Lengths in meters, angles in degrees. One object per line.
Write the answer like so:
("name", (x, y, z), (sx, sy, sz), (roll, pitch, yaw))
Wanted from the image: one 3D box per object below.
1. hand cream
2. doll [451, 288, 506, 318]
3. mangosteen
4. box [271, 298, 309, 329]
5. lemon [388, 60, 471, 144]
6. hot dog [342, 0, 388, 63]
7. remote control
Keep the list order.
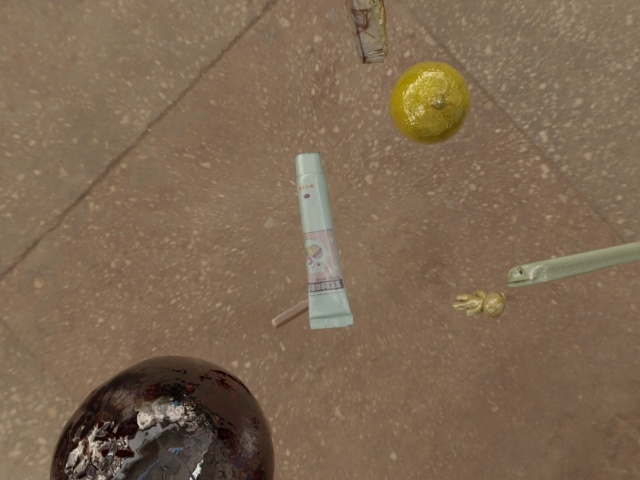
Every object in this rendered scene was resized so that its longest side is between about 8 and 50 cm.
("hand cream", (0.000, 0.000, 1.067), (0.085, 0.058, 0.331), (-9, 90, 15))
("doll", (0.283, 0.109, 1.003), (0.093, 0.051, 0.061), (17, 53, 29))
("mangosteen", (-0.140, 0.241, 0.586), (0.228, 0.228, 0.265), (-44, 135, 3))
("box", (-0.078, 0.194, 1.496), (0.115, 0.048, 0.025), (-30, 69, -15))
("lemon", (0.236, -0.296, 1.217), (0.179, 0.203, 0.178), (0, 104, 0))
("hot dog", (0.083, -0.491, 1.149), (0.075, 0.144, 0.268), (-19, 134, 4))
("remote control", (0.460, 0.040, 0.996), (0.310, 0.090, 0.038), (-8, 82, -28))
